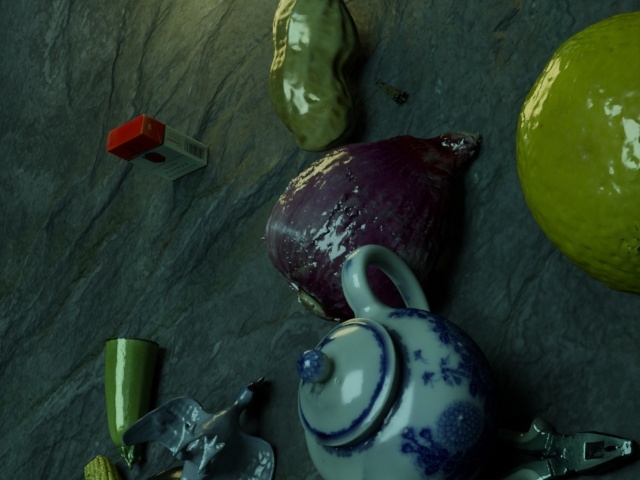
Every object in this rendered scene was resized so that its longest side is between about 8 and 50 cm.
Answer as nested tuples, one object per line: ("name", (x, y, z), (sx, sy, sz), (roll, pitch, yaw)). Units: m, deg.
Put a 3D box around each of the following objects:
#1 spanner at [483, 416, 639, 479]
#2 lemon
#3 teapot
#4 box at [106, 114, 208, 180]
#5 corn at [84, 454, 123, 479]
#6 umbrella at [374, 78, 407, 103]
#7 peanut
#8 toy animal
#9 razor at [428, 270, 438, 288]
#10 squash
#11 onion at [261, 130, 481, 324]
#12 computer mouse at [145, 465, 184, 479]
("spanner", (0.247, 0.270, 1.573), (0.324, 0.040, 0.096), (-16, 61, 43))
("lemon", (0.376, -0.094, 1.421), (0.336, 0.336, 0.336), (-22, 56, 38))
("teapot", (0.075, 0.193, 1.555), (0.252, 0.280, 0.424), (-26, 48, 38))
("box", (-0.288, -0.162, 2.259), (0.100, 0.152, 0.048), (-23, 58, 38))
("corn", (-0.340, 0.435, 2.088), (0.067, 0.067, 0.206), (-52, 42, 15))
("umbrella", (0.108, -0.231, 1.975), (0.083, 0.031, 0.020), (49, 140, 49))
("peanut", (-0.009, -0.278, 2.037), (0.147, 0.147, 0.306), (-17, 59, 41))
("toy animal", (-0.158, 0.312, 1.897), (0.239, 0.176, 0.255), (34, 89, 13))
("razor", (0.085, 0.189, 1.773), (0.093, 0.056, 0.324), (-2, 70, 44))
("squash", (-0.318, 0.274, 2.141), (0.094, 0.094, 0.224), (-18, 65, 40))
("onion", (0.066, -0.058, 1.783), (0.267, 0.159, 0.349), (33, 86, 41))
("computer mouse", (-0.263, 0.432, 1.930), (0.217, 0.073, 0.122), (-57, 35, 12))
